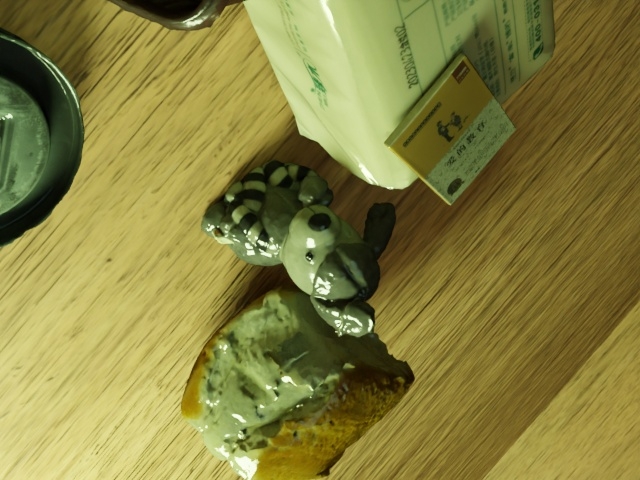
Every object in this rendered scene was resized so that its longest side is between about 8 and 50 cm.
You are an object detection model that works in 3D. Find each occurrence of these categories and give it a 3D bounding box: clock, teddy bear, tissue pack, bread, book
[{"bbox_3d":[-0.328,-0.090,0.662,0.226,0.049,0.226,-25,138,-25],"label":"clock"},{"bbox_3d":[-0.002,-0.014,0.910,0.171,0.251,0.144,-48,147,-24],"label":"teddy bear"},{"bbox_3d":[0.074,-0.278,0.754,0.297,0.207,0.380,-41,143,-12],"label":"tissue pack"},{"bbox_3d":[-0.037,0.197,1.047,0.250,0.225,0.279,-49,152,12],"label":"bread"},{"bbox_3d":[0.145,-0.112,0.791,0.118,0.012,0.172,-50,145,7],"label":"book"}]

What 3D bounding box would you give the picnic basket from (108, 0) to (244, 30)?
[{"bbox_3d":[-0.124,-0.287,0.514,0.129,0.297,0.222,-26,142,-55],"label":"picnic basket"}]
